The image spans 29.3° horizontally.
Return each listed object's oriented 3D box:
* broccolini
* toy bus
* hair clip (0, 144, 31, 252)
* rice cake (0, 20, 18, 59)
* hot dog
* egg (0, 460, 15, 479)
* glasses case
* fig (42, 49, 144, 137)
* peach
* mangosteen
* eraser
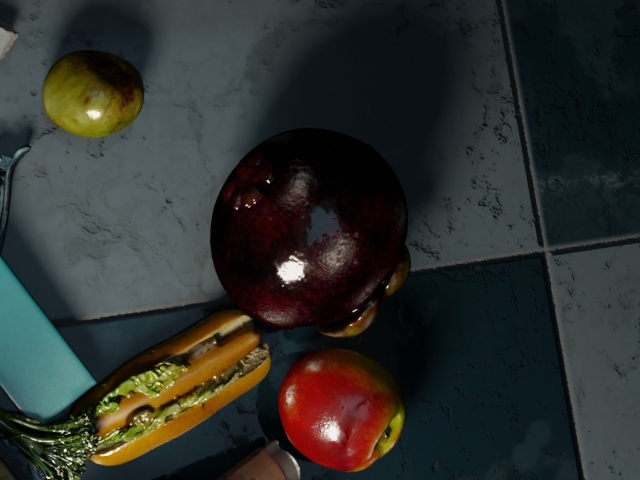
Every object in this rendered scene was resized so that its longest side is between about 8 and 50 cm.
[{"bbox_3d":[-0.412,0.228,1.725,0.123,0.062,0.271,-37,99,-8],"label":"broccolini"},{"bbox_3d":[-0.435,0.317,1.788,0.061,0.051,0.153,-38,94,-3],"label":"toy bus"},{"bbox_3d":[-0.491,-0.015,1.813,0.083,0.048,0.275,9,82,-18],"label":"hair clip"},{"bbox_3d":[-0.541,-0.221,1.821,0.055,0.049,0.270,37,75,-31],"label":"rice cake"},{"bbox_3d":[-0.228,0.225,1.825,0.337,0.100,0.135,-29,92,-16],"label":"hot dog"},{"bbox_3d":[-0.543,0.419,1.625,0.345,0.283,0.283,-38,94,12],"label":"egg"},{"bbox_3d":[-0.462,0.123,1.775,0.117,0.070,0.301,-38,100,-19],"label":"glasses case"},{"bbox_3d":[-0.341,-0.222,1.835,0.153,0.120,0.136,7,43,5],"label":"fig"},{"bbox_3d":[0.024,0.251,1.852,0.197,0.197,0.197,2,83,-15],"label":"peach"},{"bbox_3d":[0.000,0.000,1.831,0.347,0.307,0.307,43,73,-37],"label":"mangosteen"},{"bbox_3d":[-0.115,0.417,1.753,0.290,0.087,0.171,-27,93,-60],"label":"eraser"}]
